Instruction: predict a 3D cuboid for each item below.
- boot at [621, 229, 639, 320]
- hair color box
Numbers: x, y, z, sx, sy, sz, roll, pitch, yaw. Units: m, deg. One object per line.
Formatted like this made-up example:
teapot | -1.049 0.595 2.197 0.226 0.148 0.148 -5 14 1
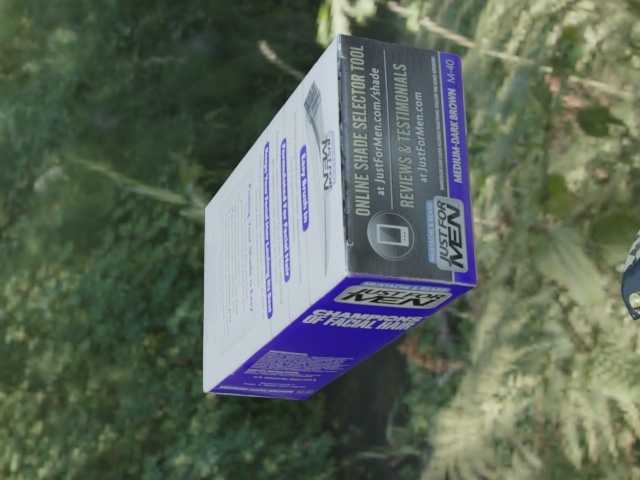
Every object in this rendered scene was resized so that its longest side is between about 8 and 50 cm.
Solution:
boot | 0.236 0.023 0.661 0.178 0.085 0.236 -44 11 49
hair color box | 0.000 0.000 0.990 0.339 0.110 0.185 135 137 -62
